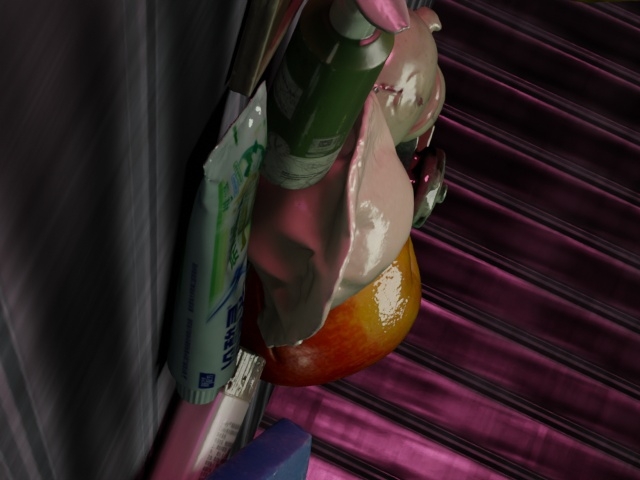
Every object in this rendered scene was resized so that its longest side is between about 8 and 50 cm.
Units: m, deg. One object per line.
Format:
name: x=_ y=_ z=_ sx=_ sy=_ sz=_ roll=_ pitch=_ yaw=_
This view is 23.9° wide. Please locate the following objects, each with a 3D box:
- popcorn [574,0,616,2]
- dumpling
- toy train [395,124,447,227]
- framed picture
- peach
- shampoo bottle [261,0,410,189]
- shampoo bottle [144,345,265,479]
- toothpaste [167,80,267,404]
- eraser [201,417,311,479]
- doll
popcorn: x=0.115 y=-0.209 z=0.555 sx=0.206 sy=0.252 sz=0.237 roll=-56 pitch=165 yaw=-50
dumpling: x=-0.002 y=0.002 z=1.120 sx=0.216 sy=0.126 sz=0.166 roll=-29 pitch=-147 yaw=39
toy train: x=0.026 y=-0.022 z=1.554 sx=0.221 sy=0.150 sz=0.304 roll=-101 pitch=-150 yaw=-76
framed picture: x=0.000 y=-0.191 z=0.859 sx=0.203 sy=0.015 sz=0.150 roll=-66 pitch=177 yaw=-50
peach: x=-0.009 y=0.030 z=1.331 sx=0.190 sy=0.192 sz=0.190 roll=165 pitch=-90 yaw=-88
shampoo bottle: x=0.006 y=-0.102 z=0.945 sx=0.204 sy=0.065 sz=0.065 roll=119 pitch=-5 yaw=-60
shampoo bottle: x=-0.111 y=0.190 z=1.231 sx=0.086 sy=0.056 sz=0.227 roll=53 pitch=58 yaw=-79
toothpaste: x=-0.065 y=0.019 z=0.943 sx=0.074 sy=0.048 sz=0.297 roll=-58 pitch=170 yaw=-34
eraser: x=-0.098 y=0.261 z=1.181 sx=0.312 sy=0.043 sz=0.144 roll=-31 pitch=137 yaw=-59
doll: x=0.052 y=-0.136 z=1.292 sx=0.275 sy=0.113 sz=0.154 roll=-45 pitch=159 yaw=-85
